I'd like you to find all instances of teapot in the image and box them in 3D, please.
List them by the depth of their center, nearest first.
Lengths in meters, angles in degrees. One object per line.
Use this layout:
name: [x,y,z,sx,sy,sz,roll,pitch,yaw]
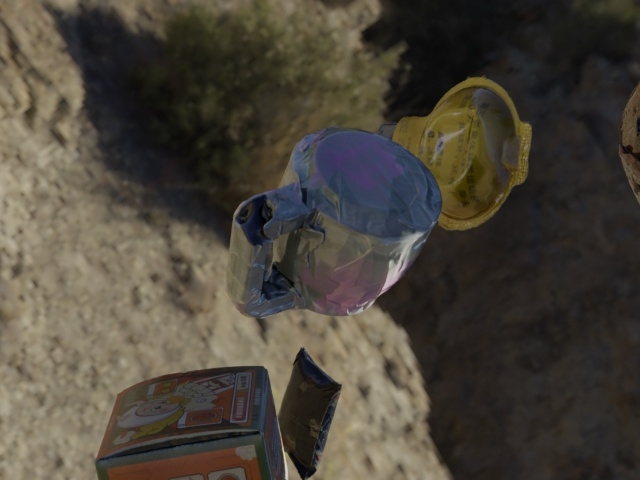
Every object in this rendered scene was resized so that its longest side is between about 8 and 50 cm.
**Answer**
teapot: [0.013,0.006,1.544,0.163,0.178,0.221,30,41,10]

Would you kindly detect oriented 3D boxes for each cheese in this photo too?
cheese: [0.145,-0.099,1.726,0.069,0.270,0.177,8,86,-37]

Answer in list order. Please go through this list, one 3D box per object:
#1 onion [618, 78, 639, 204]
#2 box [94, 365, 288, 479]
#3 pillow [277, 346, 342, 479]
onion: [0.535,-0.121,1.846,0.353,0.353,0.353,47,22,-26]
box: [-0.132,0.239,1.612,0.195,0.177,0.148,-89,168,-75]
pillow: [-0.018,0.222,1.923,0.090,0.150,0.048,30,26,30]
